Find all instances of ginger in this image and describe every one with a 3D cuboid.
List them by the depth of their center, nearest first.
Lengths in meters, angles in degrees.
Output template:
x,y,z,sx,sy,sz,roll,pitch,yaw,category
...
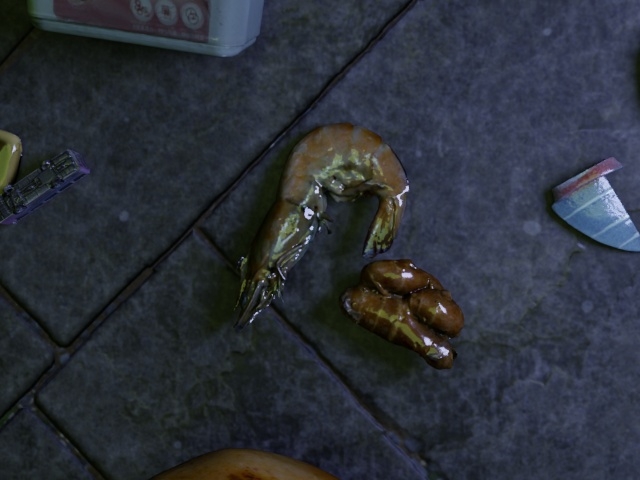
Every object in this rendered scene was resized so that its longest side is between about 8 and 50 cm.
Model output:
x,y,z,sx,sy,sz,roll,pitch,yaw,category
0.109,0.080,1.211,0.162,0.073,0.103,31,100,11,ginger

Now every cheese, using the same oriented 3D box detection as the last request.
x,y,z,sx,sy,sz,roll,pitch,yaw,category
-0.474,-0.115,1.304,0.163,0.036,0.086,15,94,7,cheese

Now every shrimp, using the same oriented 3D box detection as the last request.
x,y,z,sx,sy,sz,roll,pitch,yaw,category
0.000,0.000,1.219,0.169,0.058,0.296,26,92,19,shrimp

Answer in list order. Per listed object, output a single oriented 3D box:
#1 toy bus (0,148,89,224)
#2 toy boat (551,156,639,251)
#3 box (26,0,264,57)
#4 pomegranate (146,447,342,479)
x,y,z,sx,sy,sz,roll,pitch,yaw,category
-0.361,-0.068,1.282,0.131,0.052,0.037,-33,83,7,toy bus
0.338,-0.028,1.188,0.096,0.034,0.122,-30,90,15,toy boat
-0.204,-0.331,1.185,0.312,0.175,0.182,9,112,8,box
-0.090,0.441,1.102,0.417,0.417,0.416,1,93,9,pomegranate
